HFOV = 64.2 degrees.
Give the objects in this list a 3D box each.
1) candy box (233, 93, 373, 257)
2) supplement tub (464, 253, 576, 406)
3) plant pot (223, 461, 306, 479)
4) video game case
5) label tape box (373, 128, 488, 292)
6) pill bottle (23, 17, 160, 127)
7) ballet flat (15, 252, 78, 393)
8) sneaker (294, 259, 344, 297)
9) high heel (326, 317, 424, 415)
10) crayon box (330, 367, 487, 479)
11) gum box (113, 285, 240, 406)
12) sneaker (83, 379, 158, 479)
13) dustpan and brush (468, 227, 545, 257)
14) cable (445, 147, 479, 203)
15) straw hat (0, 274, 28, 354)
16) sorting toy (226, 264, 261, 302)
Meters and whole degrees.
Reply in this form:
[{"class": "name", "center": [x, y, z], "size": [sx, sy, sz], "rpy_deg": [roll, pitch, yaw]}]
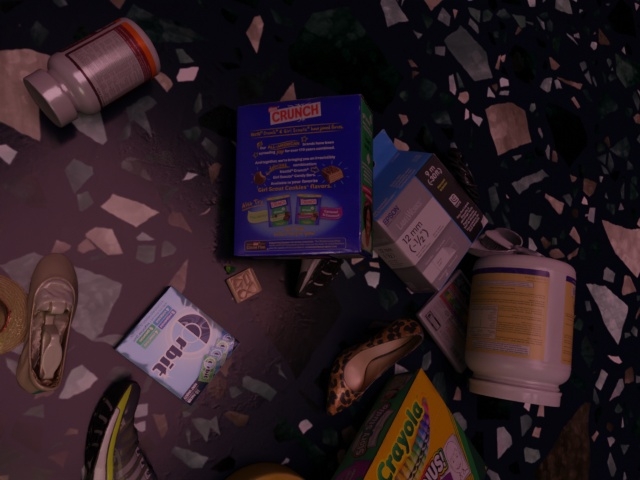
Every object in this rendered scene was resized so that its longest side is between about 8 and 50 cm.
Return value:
[{"class": "candy box", "center": [-0.032, -0.122, 1.052], "size": [0.268, 0.122, 0.317], "rpy_deg": [-1, 83, 16]}, {"class": "supplement tub", "center": [0.481, 0.216, 1.241], "size": [0.241, 0.241, 0.331], "rpy_deg": [15, 78, -24]}, {"class": "plant pot", "center": [-0.078, 0.575, 0.952], "size": [0.254, 0.239, 0.253], "rpy_deg": [4, 81, -26]}, {"class": "video game case", "center": [0.361, 0.209, 1.332], "size": [0.183, 0.023, 0.201], "rpy_deg": [-41, 101, -24]}, {"class": "label tape box", "center": [0.217, -0.079, 1.246], "size": [0.347, 0.115, 0.249], "rpy_deg": [48, 67, -15]}, {"class": "pill bottle", "center": [-0.423, -0.313, 0.955], "size": [0.221, 0.121, 0.121], "rpy_deg": [-43, 103, -23]}, {"class": "ballet flat", "center": [-0.471, 0.144, 0.897], "size": [0.086, 0.086, 0.248], "rpy_deg": [8, 81, -25]}, {"class": "sneaker", "center": [0.000, 0.000, 1.149], "size": [0.100, 0.108, 0.271], "rpy_deg": [24, 86, -60]}, {"class": "high heel", "center": [0.115, 0.276, 1.110], "size": [0.093, 0.186, 0.261], "rpy_deg": [42, 68, -16]}, {"class": "crayon box", "center": [0.200, 0.519, 1.099], "size": [0.313, 0.106, 0.363], "rpy_deg": [56, 42, -11]}, {"class": "gum box", "center": [-0.279, 0.207, 1.007], "size": [0.184, 0.041, 0.157], "rpy_deg": [44, 67, -16]}, {"class": "sneaker", "center": [-0.356, 0.404, 0.923], "size": [0.121, 0.111, 0.299], "rpy_deg": [11, 84, -35]}, {"class": "dustpan and brush", "center": [0.482, 0.017, 1.311], "size": [0.147, 0.211, 0.060], "rpy_deg": [-22, 130, -27]}, {"class": "cable", "center": [0.366, -0.159, 1.316], "size": [0.047, 0.184, 0.150], "rpy_deg": [-23, 109, 13]}, {"class": "straw hat", "center": [-0.566, 0.128, 0.865], "size": [0.145, 0.061, 0.144], "rpy_deg": [4, 82, -26]}, {"class": "sorting toy", "center": [-0.169, 0.084, 1.092], "size": [0.062, 0.012, 0.083], "rpy_deg": [-27, 99, -21]}]
